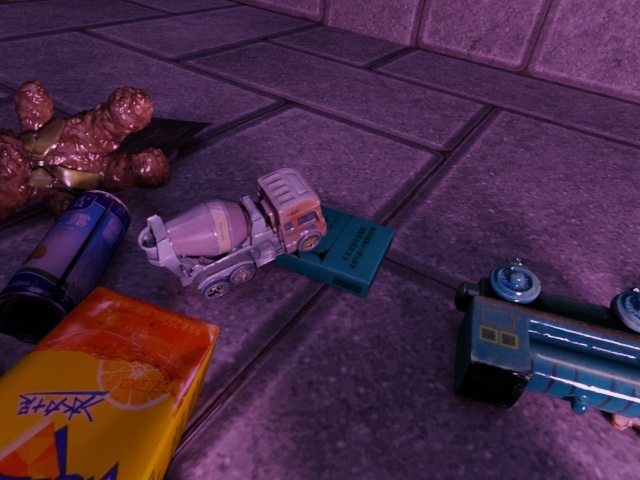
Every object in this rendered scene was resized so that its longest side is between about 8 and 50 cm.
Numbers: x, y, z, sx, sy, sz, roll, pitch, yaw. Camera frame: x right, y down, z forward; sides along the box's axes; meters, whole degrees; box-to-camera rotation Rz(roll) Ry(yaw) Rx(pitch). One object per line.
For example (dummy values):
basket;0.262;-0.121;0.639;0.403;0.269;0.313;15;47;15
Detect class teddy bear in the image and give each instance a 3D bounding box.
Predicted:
teddy bear;-0.437;-0.146;0.733;0.296;0.247;0.222;-9;10;26

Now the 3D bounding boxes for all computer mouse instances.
computer mouse;-0.344;-0.178;0.939;0.065;0.039;0.096;10;36;16

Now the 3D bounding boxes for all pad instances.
pad;-0.462;-0.235;0.983;0.367;0.007;0.248;9;36;14

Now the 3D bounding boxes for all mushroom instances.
mushroom;0.417;0.233;0.556;0.101;0.019;0.049;9;35;9

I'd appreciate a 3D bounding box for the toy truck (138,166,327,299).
toy truck;-0.120;-0.019;0.646;0.256;0.140;0.108;-26;59;-14

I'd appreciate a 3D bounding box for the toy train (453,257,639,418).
toy train;0.323;0.144;0.578;0.298;0.120;0.194;13;44;10

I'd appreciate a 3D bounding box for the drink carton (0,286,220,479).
drink carton;-0.210;0.188;0.354;0.154;0.111;0.351;19;24;-3

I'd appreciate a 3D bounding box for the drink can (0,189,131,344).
drink can;-0.352;0.028;0.625;0.097;0.097;0.235;4;38;-5

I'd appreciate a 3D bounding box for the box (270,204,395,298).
box;0.000;0.000;0.766;0.226;0.042;0.161;18;39;14
